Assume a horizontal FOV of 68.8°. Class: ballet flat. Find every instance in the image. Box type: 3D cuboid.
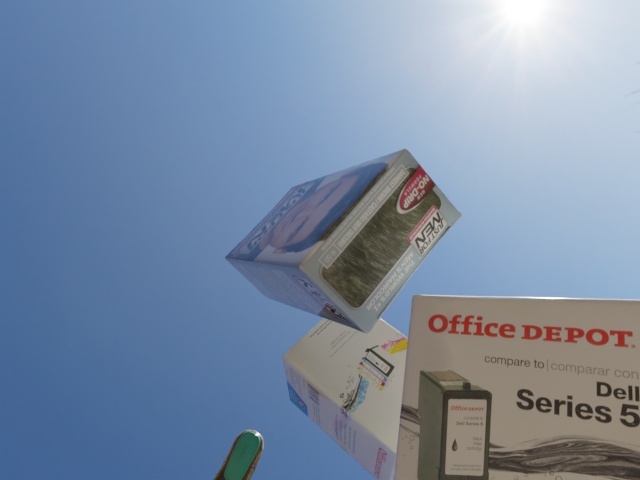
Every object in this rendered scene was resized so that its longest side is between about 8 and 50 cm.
[{"bbox_3d":[-0.161,0.435,0.814,0.073,0.067,0.206,26,-126,16],"label":"ballet flat"}]

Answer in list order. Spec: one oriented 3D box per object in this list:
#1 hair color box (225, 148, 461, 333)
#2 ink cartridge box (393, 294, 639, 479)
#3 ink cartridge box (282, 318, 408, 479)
[{"bbox_3d":[0.000,0.000,0.674,0.113,0.374,0.185,46,-107,-17],"label":"hair color box"},{"bbox_3d":[0.172,0.187,0.386,0.115,0.198,0.273,27,-114,-50],"label":"ink cartridge box"},{"bbox_3d":[0.080,0.251,0.789,0.232,0.171,0.168,34,-123,28],"label":"ink cartridge box"}]
